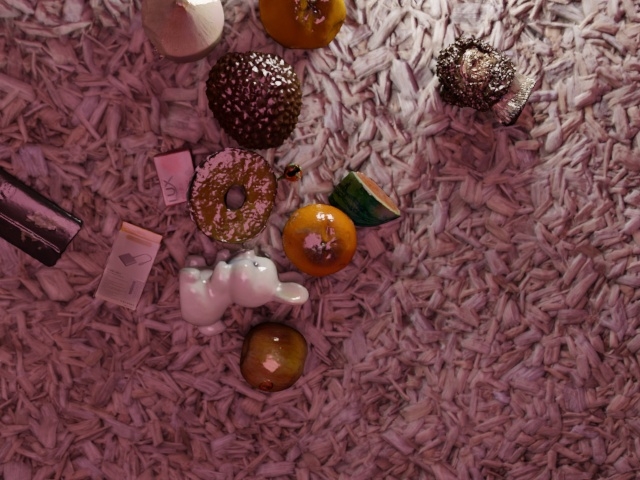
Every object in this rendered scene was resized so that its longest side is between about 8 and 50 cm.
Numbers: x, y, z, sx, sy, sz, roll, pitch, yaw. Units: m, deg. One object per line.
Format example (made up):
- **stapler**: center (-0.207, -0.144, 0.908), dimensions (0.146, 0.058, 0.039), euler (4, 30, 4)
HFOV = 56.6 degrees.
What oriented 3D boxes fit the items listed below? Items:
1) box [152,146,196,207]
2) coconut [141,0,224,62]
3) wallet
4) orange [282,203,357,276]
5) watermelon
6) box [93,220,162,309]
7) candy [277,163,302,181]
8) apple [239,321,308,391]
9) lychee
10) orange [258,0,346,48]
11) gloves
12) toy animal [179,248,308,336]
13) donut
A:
- **box**: center (-0.408, -0.182, 1.700), dimensions (0.111, 0.060, 0.156), euler (-14, 103, -3)
- **coconut**: center (-0.357, -0.573, 1.527), dimensions (0.224, 0.234, 0.224), euler (-1, 102, -3)
- **wallet**: center (-0.852, -0.073, 1.671), dimensions (0.321, 0.044, 0.170), euler (37, 94, -14)
- **orange**: center (0.000, 0.000, 1.737), dimensions (0.224, 0.170, 0.224), euler (-2, 105, -6)
- **watermelon**: center (0.123, -0.096, 1.776), dimensions (0.146, 0.128, 0.231), euler (-40, 108, 21)
- **box**: center (-0.563, 0.074, 1.749), dimensions (0.129, 0.033, 0.247), euler (23, 99, -11)
- **candy**: center (-0.138, -0.173, 1.751), dimensions (0.185, 0.049, 0.055), euler (-24, 66, 7)
- **apple**: center (-0.141, 0.347, 1.777), dimensions (0.188, 0.211, 0.211), euler (18, 100, -12)
- **lychee**: center (-0.173, -0.369, 1.586), dimensions (0.268, 0.267, 0.267), euler (-2, 103, -7)
- **orange**: center (-0.051, -0.629, 1.581), dimensions (0.249, 0.183, 0.248), euler (-2, 102, -9)
- **gloves**: center (0.464, -0.459, 1.713), dimensions (0.312, 0.135, 0.210), euler (34, 96, -13)
- **toy animal**: center (-0.226, 0.145, 1.733), dimensions (0.368, 0.196, 0.241), euler (-11, 111, -3)
- **donut**: center (-0.250, -0.129, 1.674), dimensions (0.272, 0.107, 0.272), euler (-3, 103, -15)
